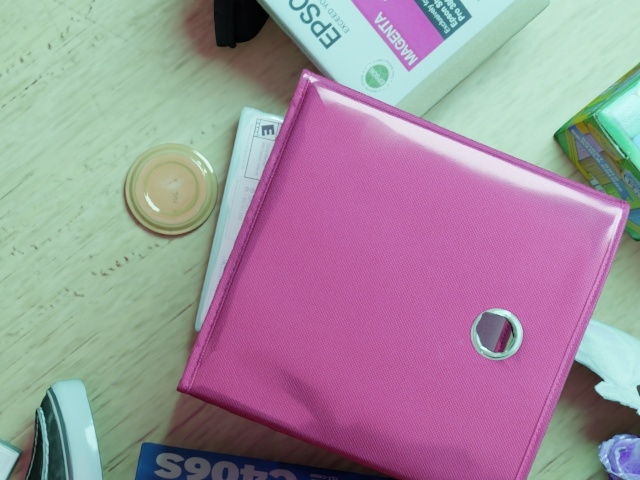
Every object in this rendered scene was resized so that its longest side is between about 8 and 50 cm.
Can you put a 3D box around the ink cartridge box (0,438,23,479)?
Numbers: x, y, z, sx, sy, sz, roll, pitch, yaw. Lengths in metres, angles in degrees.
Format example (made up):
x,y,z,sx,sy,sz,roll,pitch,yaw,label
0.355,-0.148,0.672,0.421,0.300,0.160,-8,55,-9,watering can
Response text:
x,y,z,sx,sy,sz,roll,pitch,yaw,label
-0.317,0.223,1.277,0.063,0.029,0.115,28,87,-2,ink cartridge box

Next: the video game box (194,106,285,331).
x,y,z,sx,sy,sz,roll,pitch,yaw,label
0.000,0.000,1.296,0.187,0.048,0.205,13,87,-1,video game box

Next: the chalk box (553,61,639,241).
x,y,z,sx,sy,sz,roll,pitch,yaw,label
0.305,-0.091,1.233,0.132,0.213,0.132,-38,90,-4,chalk box

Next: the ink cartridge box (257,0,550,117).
x,y,z,sx,sy,sz,roll,pitch,yaw,label
0.052,-0.228,1.222,0.193,0.088,0.235,-42,126,4,ink cartridge box

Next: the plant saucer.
x,y,z,sx,sy,sz,roll,pitch,yaw,label
-0.134,-0.046,1.307,0.083,0.013,0.083,0,88,-3,plant saucer

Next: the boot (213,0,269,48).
x,y,z,sx,sy,sz,roll,pitch,yaw,label
0.017,-0.280,1.286,0.207,0.094,0.246,9,85,-1,boot

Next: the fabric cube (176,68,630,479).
x,y,z,sx,sy,sz,roll,pitch,yaw,label
0.054,0.041,1.146,0.258,0.259,0.254,23,87,-3,fabric cube

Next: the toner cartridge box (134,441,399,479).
x,y,z,sx,sy,sz,roll,pitch,yaw,label
0.009,0.277,1.229,0.348,0.075,0.165,8,125,-2,toner cartridge box

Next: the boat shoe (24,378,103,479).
x,y,z,sx,sy,sz,roll,pitch,yaw,label
-0.242,0.272,1.237,0.105,0.113,0.306,0,96,-17,boat shoe

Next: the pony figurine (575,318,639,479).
x,y,z,sx,sy,sz,roll,pitch,yaw,label
0.342,0.213,1.214,0.351,0.303,0.363,20,96,-16,pony figurine
